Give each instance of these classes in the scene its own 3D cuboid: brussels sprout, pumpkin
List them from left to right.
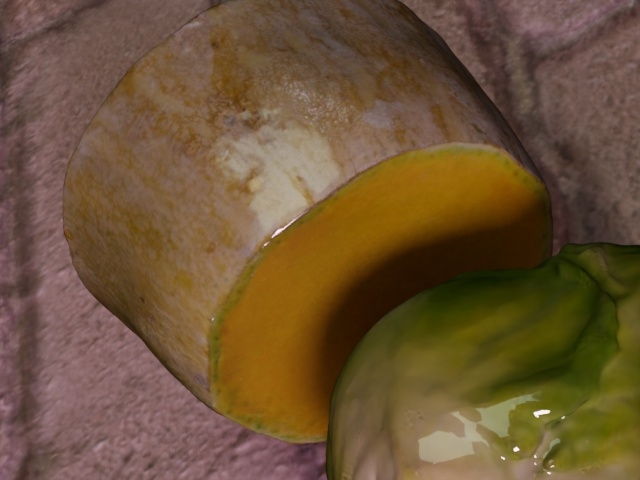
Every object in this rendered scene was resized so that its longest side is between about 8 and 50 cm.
[{"bbox_3d":[0.000,0.000,1.389,0.332,0.332,0.199,-35,41,0],"label":"pumpkin"},{"bbox_3d":[0.138,0.125,1.229,0.259,0.227,0.294,-16,15,35],"label":"brussels sprout"}]
